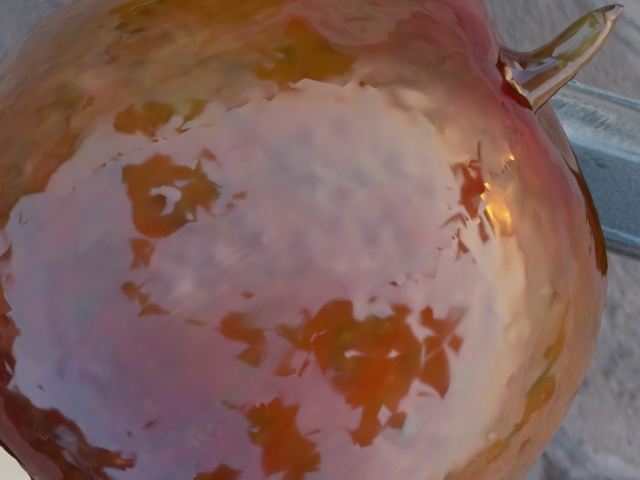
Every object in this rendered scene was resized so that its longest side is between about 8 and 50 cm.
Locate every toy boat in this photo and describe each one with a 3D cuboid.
[{"bbox_3d":[0.125,-0.041,0.963,0.260,0.085,0.078,20,109,31],"label":"toy boat"}]

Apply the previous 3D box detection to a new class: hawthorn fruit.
[{"bbox_3d":[0.000,0.000,0.769,0.298,0.277,0.277,-37,108,13],"label":"hawthorn fruit"}]

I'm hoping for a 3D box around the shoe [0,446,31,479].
[{"bbox_3d":[-0.254,0.138,0.988,0.265,0.095,0.110,19,138,-21],"label":"shoe"}]
